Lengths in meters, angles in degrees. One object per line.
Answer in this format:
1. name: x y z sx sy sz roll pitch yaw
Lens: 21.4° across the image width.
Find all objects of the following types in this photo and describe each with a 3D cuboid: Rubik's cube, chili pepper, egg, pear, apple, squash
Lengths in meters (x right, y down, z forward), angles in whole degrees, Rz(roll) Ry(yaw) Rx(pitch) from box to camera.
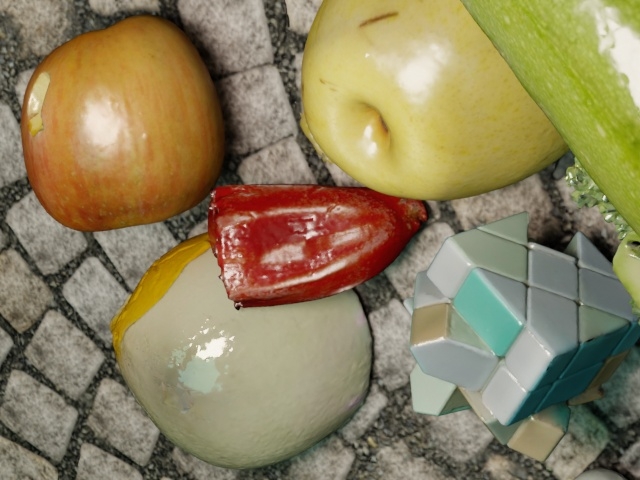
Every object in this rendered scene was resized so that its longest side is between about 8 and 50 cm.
1. Rubik's cube: 0.203 0.113 1.824 0.224 0.265 0.213 52 135 25
2. chili pepper: 0.000 0.000 1.943 0.253 0.144 0.136 -7 118 3
3. egg: -0.121 0.153 2.068 0.337 0.201 0.337 13 118 26
4. pear: 0.133 -0.185 1.717 0.309 0.309 0.309 11 115 26
5. apple: -0.233 -0.139 1.983 0.242 0.242 0.241 -2 103 30
6. squash: 0.302 -0.168 1.419 0.263 0.263 0.384 -46 68 35

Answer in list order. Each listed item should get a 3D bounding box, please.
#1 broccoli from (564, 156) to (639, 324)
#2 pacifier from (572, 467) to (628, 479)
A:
1. broccoli: 0.364 -0.030 1.676 0.249 0.302 0.375 40 138 49
2. pacifier: 0.364 0.346 1.898 0.233 0.244 0.299 52 157 39
